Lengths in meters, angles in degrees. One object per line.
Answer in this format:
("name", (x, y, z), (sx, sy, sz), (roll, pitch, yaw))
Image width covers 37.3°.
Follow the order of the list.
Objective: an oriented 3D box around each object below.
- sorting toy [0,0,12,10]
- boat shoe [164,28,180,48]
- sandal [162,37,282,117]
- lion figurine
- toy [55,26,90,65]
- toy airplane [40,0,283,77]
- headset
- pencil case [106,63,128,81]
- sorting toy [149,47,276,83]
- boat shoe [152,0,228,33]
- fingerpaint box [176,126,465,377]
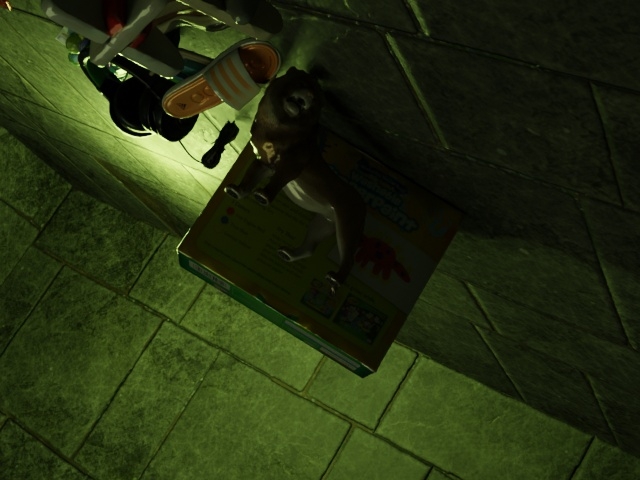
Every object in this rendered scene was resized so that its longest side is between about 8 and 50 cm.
("sorting toy", (-0.811, -0.630, 2.168), (0.274, 0.046, 0.132), (31, 167, 5))
("boat shoe", (-0.319, -0.388, 1.781), (0.089, 0.109, 0.258), (22, 165, -5))
("sandal", (-0.177, -0.267, 1.708), (0.265, 0.076, 0.102), (-26, 138, 29))
("lion figurine", (-0.015, -0.103, 1.724), (0.142, 0.240, 0.392), (7, 142, 45))
("toy", (-0.557, -0.448, 2.234), (0.137, 0.056, 0.237), (35, 167, -20))
("toy airplane", (-0.239, -0.398, 1.212), (0.384, 0.272, 0.386), (44, -159, 4))
("headset", (-0.336, -0.303, 2.031), (0.243, 0.185, 0.394), (13, 152, 49))
("pencil case", (-0.456, -0.403, 2.114), (0.064, 0.070, 0.152), (50, 161, 0))
("sorting toy", (-0.209, -0.309, 1.805), (0.208, 0.038, 0.193), (11, 174, -21))
("boat shoe", (-0.239, -0.413, 1.529), (0.324, 0.122, 0.120), (7, 148, 43))
("fingerpaint box", (0.000, 0.000, 1.895), (0.445, 0.371, 0.163), (31, 166, 1))
